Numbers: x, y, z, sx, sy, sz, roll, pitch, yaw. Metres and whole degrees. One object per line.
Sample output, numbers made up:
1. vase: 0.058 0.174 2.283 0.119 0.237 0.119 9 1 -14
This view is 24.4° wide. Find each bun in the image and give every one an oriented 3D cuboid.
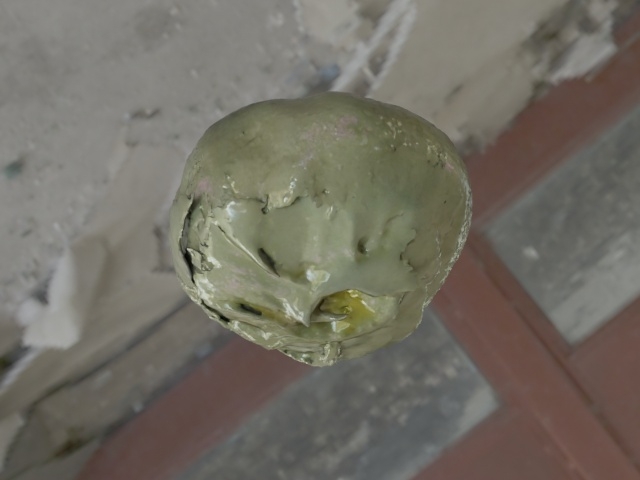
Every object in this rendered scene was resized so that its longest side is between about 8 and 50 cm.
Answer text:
1. bun: 0.000 0.000 1.085 0.239 0.141 0.239 -7 140 -6
